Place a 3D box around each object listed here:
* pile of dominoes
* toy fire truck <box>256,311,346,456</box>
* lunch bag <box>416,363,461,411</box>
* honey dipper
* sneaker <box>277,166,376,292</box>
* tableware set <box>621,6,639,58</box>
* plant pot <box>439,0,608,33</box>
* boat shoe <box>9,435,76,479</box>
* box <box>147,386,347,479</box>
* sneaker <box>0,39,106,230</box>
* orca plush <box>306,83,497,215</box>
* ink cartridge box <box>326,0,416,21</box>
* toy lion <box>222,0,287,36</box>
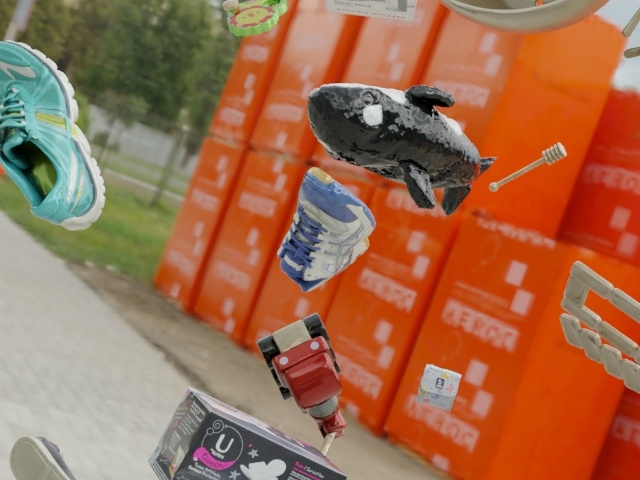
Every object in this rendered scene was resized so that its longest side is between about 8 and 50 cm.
[{"bbox_3d":[0.422,0.135,1.481,0.251,0.040,0.196,38,-22,20],"label":"pile of dominoes"},{"bbox_3d":[-0.016,0.287,1.976,0.217,0.159,0.246,74,-11,-59],"label":"toy fire truck"},{"bbox_3d":[0.222,0.274,2.162,0.071,0.083,0.053,17,40,5],"label":"lunch bag"},{"bbox_3d":[0.390,-0.136,2.187,0.161,0.030,0.030,-29,-26,25],"label":"honey dipper"},{"bbox_3d":[0.000,0.000,1.657,0.112,0.131,0.296,42,-11,18],"label":"sneaker"},{"bbox_3d":[0.435,-0.266,1.322,0.128,0.194,0.039,38,-9,-11],"label":"tableware set"},{"bbox_3d":[0.243,-0.349,1.307,0.284,0.284,0.191,21,-6,24],"label":"plant pot"},{"bbox_3d":[-0.299,0.318,1.388,0.206,0.075,0.065,48,14,30],"label":"boat shoe"},{"bbox_3d":[-0.112,0.346,1.750,0.247,0.142,0.163,30,-3,-19],"label":"box"},{"bbox_3d":[-0.355,-0.137,1.417,0.275,0.107,0.110,60,21,17],"label":"sneaker"},{"bbox_3d":[0.090,-0.069,1.193,0.151,0.102,0.287,-16,-24,20],"label":"orca plush"},{"bbox_3d":[0.089,-0.444,1.911,0.159,0.092,0.218,8,-5,2],"label":"ink cartridge box"},{"bbox_3d":[-0.091,-0.330,1.674,0.096,0.100,0.034,44,-26,48],"label":"toy lion"}]
